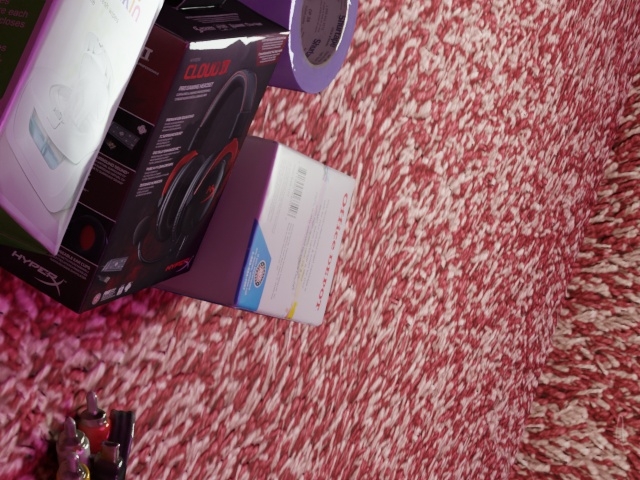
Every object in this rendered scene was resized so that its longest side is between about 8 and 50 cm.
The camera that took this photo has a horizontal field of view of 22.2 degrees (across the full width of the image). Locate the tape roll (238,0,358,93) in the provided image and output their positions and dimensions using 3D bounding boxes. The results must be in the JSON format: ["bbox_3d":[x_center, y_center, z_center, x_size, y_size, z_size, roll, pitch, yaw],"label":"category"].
[{"bbox_3d":[-0.029,-0.265,1.850,0.189,0.080,0.189,-43,139,-53],"label":"tape roll"}]

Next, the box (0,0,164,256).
[{"bbox_3d":[-0.267,-0.137,1.112,0.231,0.261,0.127,-69,156,-18],"label":"box"}]

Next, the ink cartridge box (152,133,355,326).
[{"bbox_3d":[-0.093,-0.017,1.707,0.232,0.168,0.171,23,81,-67],"label":"ink cartridge box"}]

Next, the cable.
[{"bbox_3d":[-0.243,0.284,1.695,0.139,0.072,0.287,-75,177,-56],"label":"cable"}]

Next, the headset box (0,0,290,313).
[{"bbox_3d":[-0.154,-0.103,1.458,0.293,0.110,0.218,-66,164,18],"label":"headset box"}]
